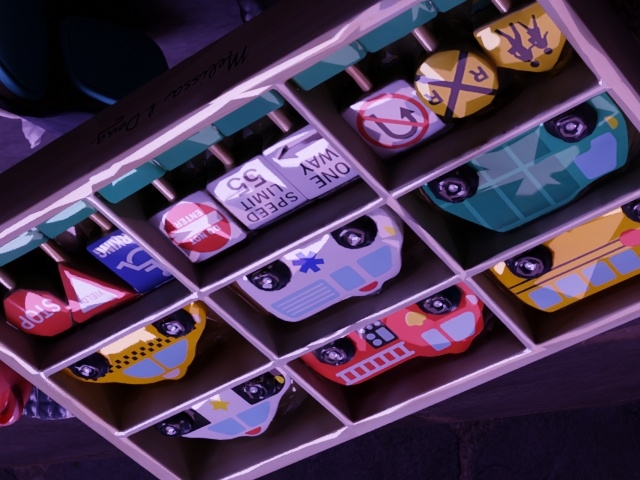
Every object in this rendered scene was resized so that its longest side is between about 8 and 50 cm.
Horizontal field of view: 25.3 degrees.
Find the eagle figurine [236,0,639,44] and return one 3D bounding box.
[{"bbox_3d":[0.067,-0.066,0.598,0.226,0.225,0.298,-55,173,-51],"label":"eagle figurine"}]

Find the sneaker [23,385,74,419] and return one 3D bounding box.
[{"bbox_3d":[-0.232,0.092,1.208,0.283,0.110,0.122,-17,-178,40],"label":"sneaker"}]

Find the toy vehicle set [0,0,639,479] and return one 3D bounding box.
[{"bbox_3d":[0.000,0.000,0.517,0.267,0.035,0.166,-27,127,29],"label":"toy vehicle set"}]

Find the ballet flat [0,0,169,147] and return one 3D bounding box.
[{"bbox_3d":[-0.130,-0.077,0.582,0.074,0.074,0.203,-13,168,17],"label":"ballet flat"}]

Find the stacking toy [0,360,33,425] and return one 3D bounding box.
[{"bbox_3d":[-0.366,0.093,1.005,0.280,0.130,0.309,3,162,-41],"label":"stacking toy"}]
